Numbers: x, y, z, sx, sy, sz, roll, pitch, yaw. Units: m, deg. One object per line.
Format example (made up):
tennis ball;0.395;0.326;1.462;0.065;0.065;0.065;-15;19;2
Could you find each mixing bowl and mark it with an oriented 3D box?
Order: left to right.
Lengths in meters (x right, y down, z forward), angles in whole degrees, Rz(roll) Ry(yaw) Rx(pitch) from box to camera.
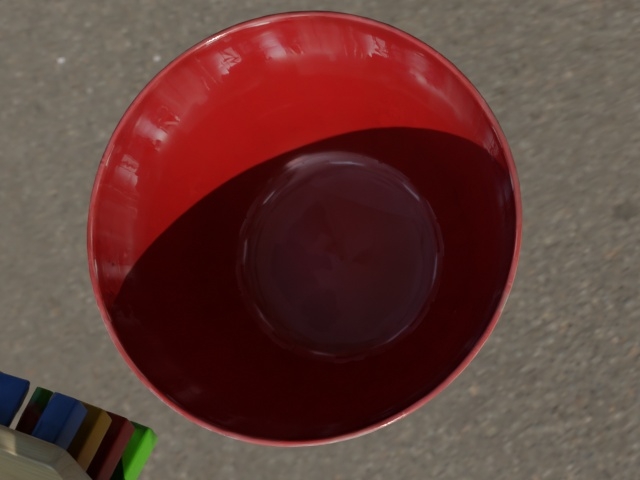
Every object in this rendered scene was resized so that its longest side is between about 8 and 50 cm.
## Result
mixing bowl;0.000;0.000;0.682;0.181;0.098;0.181;-2;81;11

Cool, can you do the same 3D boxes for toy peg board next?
toy peg board;-0.191;0.116;0.995;0.161;0.079;0.160;16;155;21
